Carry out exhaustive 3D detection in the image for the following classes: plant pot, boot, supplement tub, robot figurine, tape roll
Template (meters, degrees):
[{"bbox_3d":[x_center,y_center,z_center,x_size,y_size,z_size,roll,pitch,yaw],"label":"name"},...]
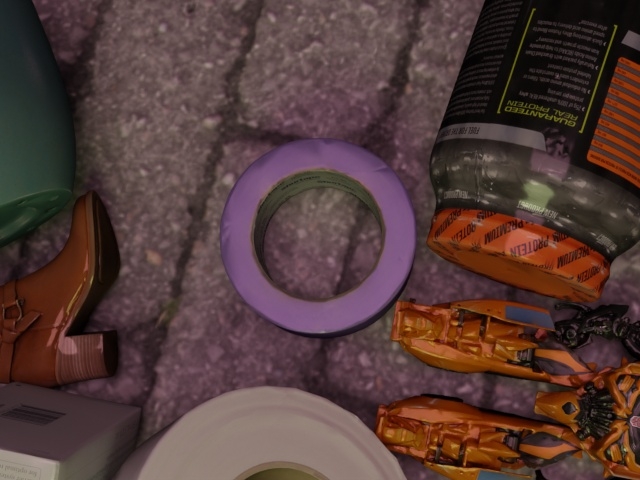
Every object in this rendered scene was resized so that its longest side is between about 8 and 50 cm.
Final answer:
[{"bbox_3d":[-0.367,-0.103,0.904,0.293,0.293,0.235,-28,87,-1],"label":"plant pot"},{"bbox_3d":[-0.284,0.048,0.973,0.152,0.073,0.197,-3,78,8],"label":"boot"},{"bbox_3d":[0.227,-0.128,0.896,0.207,0.207,0.338,20,82,7],"label":"supplement tub"},{"bbox_3d":[0.202,0.152,0.911,0.291,0.085,0.211,9,86,6],"label":"robot figurine"},{"bbox_3d":[-0.047,0.271,0.825,0.286,0.100,0.286,15,59,-26],"label":"tape roll"},{"bbox_3d":[0.000,0.000,0.955,0.189,0.080,0.189,-1,81,4],"label":"tape roll"}]

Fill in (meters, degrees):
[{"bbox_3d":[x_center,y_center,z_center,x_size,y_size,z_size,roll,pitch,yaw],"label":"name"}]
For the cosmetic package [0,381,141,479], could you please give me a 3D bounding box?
[{"bbox_3d":[-0.263,0.259,0.840,0.138,0.224,0.224,11,92,6],"label":"cosmetic package"}]
